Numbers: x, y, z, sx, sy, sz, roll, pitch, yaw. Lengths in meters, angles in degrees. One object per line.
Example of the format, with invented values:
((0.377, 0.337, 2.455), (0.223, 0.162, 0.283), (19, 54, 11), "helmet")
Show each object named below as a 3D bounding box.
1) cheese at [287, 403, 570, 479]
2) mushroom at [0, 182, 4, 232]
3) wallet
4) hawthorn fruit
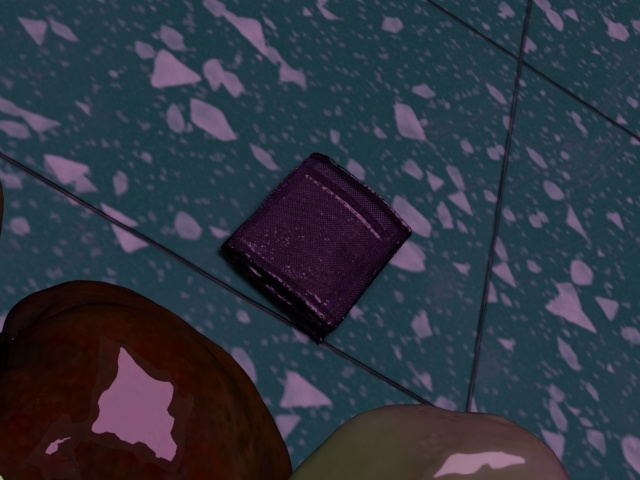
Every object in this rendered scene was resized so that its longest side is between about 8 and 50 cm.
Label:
((0.086, 0.255, 0.941), (0.351, 0.328, 0.129), (17, 16, -25), "cheese")
((-0.303, 0.038, 0.876), (0.283, 0.263, 0.195), (-18, 103, -57), "mushroom")
((0.001, -0.001, 1.325), (0.111, 0.030, 0.166), (43, 40, -2), "wallet")
((-0.115, 0.151, 0.978), (0.248, 0.208, 0.208), (47, 38, -17), "hawthorn fruit")
